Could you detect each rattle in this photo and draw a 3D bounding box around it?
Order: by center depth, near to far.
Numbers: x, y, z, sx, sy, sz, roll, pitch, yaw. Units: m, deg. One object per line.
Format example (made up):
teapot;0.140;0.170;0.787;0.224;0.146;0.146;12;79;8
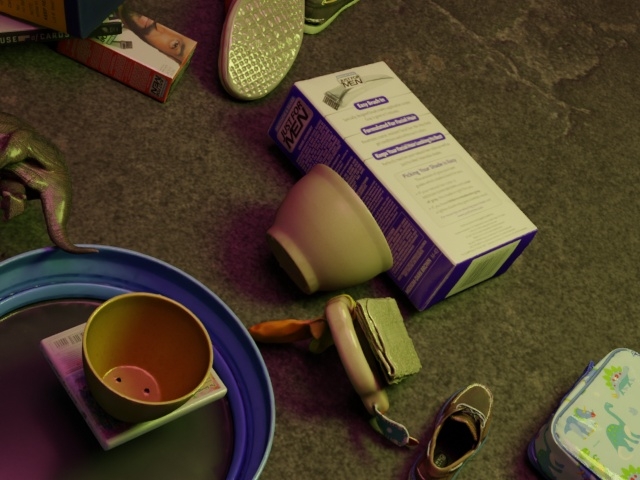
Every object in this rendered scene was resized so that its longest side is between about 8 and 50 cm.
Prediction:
rattle;0.016;0.176;1.592;0.142;0.130;0.200;-21;95;-10

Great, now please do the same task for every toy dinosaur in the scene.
toy dinosaur;-0.365;-0.100;1.554;0.313;0.121;0.160;27;24;12

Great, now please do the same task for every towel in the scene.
towel;0.085;0.119;1.616;0.110;0.027;0.148;66;13;8

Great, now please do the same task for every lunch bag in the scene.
lunch bag;0.373;0.246;1.658;0.176;0.090;0.219;41;49;11

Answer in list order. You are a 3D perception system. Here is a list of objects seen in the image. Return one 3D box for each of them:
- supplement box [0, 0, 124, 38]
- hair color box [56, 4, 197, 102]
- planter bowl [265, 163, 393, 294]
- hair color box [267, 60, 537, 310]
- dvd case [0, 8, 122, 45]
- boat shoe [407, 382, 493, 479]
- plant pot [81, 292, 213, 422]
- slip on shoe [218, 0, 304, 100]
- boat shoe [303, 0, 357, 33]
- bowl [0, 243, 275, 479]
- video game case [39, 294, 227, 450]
supplement box;-0.417;-0.441;1.756;0.356;0.194;0.195;21;47;15
hair color box;-0.267;-0.269;1.842;0.167;0.053;0.093;26;46;-2
planter bowl;0.000;0.000;1.677;0.109;0.162;0.162;-36;70;-12
hair color box;0.107;-0.081;1.796;0.185;0.110;0.339;-20;63;-43
dvd case;-0.400;-0.329;1.806;0.238;0.030;0.179;-8;47;-12
boat shoe;0.170;0.232;1.600;0.066;0.066;0.183;31;47;4
plant pot;-0.189;0.135;1.382;0.134;0.095;0.134;12;50;-15
slip on shoe;-0.092;-0.340;1.951;0.123;0.101;0.331;24;58;-29
boat shoe;0.026;-0.403;2.064;0.081;0.069;0.228;31;47;4
bowl;-0.246;0.181;1.464;0.391;0.077;0.391;12;49;-13
video game case;-0.203;0.140;1.451;0.157;0.019;0.143;-21;64;-35
